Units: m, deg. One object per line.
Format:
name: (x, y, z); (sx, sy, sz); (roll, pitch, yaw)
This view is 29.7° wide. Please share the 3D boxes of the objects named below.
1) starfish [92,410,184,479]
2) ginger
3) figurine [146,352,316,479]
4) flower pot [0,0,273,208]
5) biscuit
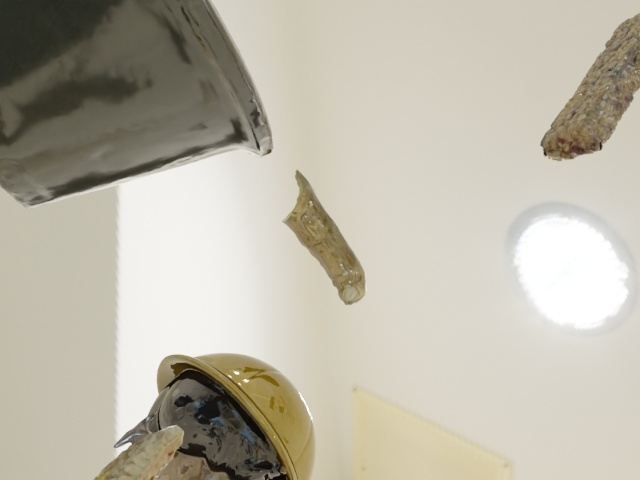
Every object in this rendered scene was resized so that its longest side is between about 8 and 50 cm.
starfish: (-0.230, 0.235, 0.441); (0.132, 0.384, 0.398); (43, -86, 18)
ginger: (0.001, -0.001, 1.146); (0.137, 0.044, 0.057); (56, -15, 3)
figurine: (-0.101, 0.224, 1.065); (0.192, 0.167, 0.257); (-1, -122, 48)
flower pot: (-0.162, -0.126, 0.761); (0.269, 0.166, 0.269); (54, -7, 10)
biscuit: (0.269, -0.146, 1.118); (0.034, 0.199, 0.064); (46, -33, -14)
